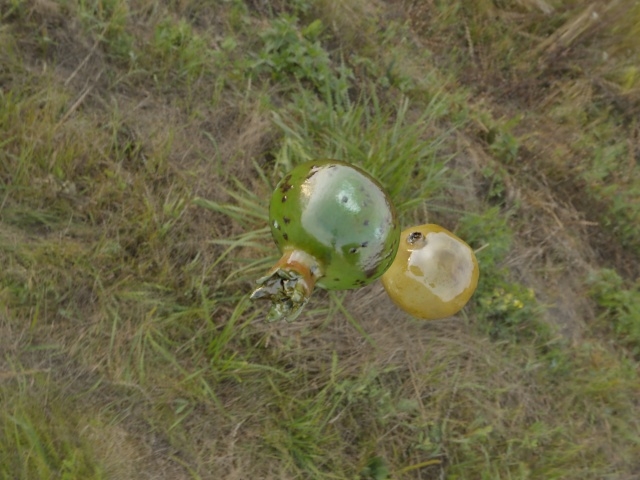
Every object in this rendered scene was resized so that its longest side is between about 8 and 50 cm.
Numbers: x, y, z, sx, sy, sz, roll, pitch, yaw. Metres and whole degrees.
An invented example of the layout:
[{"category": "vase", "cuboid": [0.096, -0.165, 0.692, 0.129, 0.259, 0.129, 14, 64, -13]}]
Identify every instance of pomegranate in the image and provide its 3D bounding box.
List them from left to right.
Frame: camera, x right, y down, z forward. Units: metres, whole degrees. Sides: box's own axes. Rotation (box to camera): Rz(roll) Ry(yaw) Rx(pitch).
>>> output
[{"category": "pomegranate", "cuboid": [-0.003, -0.017, 1.033, 0.286, 0.231, 0.230, -24, 79, -41]}, {"category": "pomegranate", "cuboid": [0.244, 0.074, 1.423, 0.233, 0.233, 0.233, 12, 61, -23]}]

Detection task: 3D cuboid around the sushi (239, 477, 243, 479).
[{"category": "sushi", "cuboid": [-0.081, 0.398, 0.513, 0.100, 0.373, 0.296, 27, 59, 25]}]
